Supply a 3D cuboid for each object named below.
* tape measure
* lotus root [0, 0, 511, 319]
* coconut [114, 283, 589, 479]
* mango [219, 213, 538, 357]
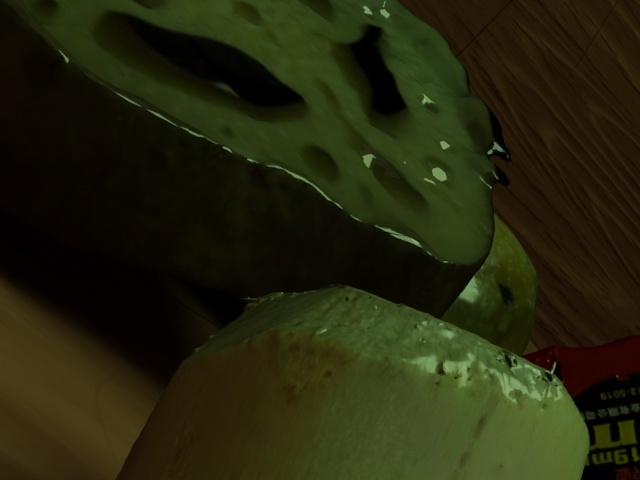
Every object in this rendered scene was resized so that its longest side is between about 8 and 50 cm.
[{"bbox_3d":[0.250,0.191,0.982,0.114,0.253,0.260,72,11,-45],"label":"tape measure"},{"bbox_3d":[-0.059,-0.096,0.666,0.375,0.111,0.390,44,27,22],"label":"lotus root"},{"bbox_3d":[0.003,0.100,0.395,0.147,0.152,0.147,22,-10,4],"label":"coconut"},{"bbox_3d":[-0.001,0.002,0.838,0.329,0.175,0.176,28,-13,-7],"label":"mango"}]
